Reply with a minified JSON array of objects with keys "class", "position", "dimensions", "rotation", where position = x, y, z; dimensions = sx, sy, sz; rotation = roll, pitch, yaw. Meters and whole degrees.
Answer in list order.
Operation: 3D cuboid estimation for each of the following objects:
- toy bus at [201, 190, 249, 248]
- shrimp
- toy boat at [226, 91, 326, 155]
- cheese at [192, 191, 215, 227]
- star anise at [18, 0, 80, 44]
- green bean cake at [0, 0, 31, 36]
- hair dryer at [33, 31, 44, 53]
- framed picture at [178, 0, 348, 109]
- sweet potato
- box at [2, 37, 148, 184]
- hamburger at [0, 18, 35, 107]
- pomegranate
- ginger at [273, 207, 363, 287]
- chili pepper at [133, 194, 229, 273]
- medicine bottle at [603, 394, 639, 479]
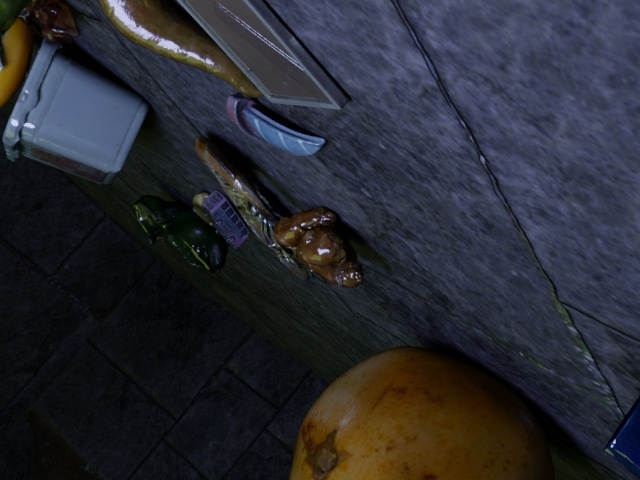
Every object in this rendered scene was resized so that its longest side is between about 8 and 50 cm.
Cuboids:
[{"class":"toy bus","position":[-0.169,-0.037,1.778],"dimensions":[0.037,0.052,0.130],"rotation":[38,168,33]},{"class":"shrimp","position":[-0.078,-0.034,1.417],"dimensions":[0.296,0.058,0.169],"rotation":[49,179,-24]},{"class":"toy boat","position":[-0.042,-0.113,1.088],"dimensions":[0.122,0.034,0.096],"rotation":[32,173,28]},{"class":"cheese","position":[-0.215,-0.057,1.892],"dimensions":[0.086,0.036,0.162],"rotation":[44,168,-15]},{"class":"star anise","position":[-0.387,-0.324,1.340],"dimensions":[0.168,0.057,0.168],"rotation":[28,164,9]},{"class":"green bean cake","position":[-0.393,-0.297,0.942],"dimensions":[0.156,0.247,0.250],"rotation":[30,166,38]},{"class":"hair dryer","position":[-0.604,-0.387,1.641],"dimensions":[0.361,0.121,0.301],"rotation":[30,167,-6]},{"class":"framed picture","position":[-0.074,-0.196,0.903],"dimensions":[0.203,0.015,0.150],"rotation":[46,168,-27]},{"class":"sweet potato","position":[-0.161,-0.219,1.005],"dimensions":[0.249,0.059,0.069],"rotation":[38,158,-13]},{"class":"box","position":[-0.388,-0.187,1.598],"dimensions":[0.183,0.175,0.312],"rotation":[24,172,-13]},{"class":"hamburger","position":[-0.520,-0.293,1.481],"dimensions":[0.246,0.246,0.170],"rotation":[31,-172,40]},{"class":"pomegranate","position":[0.149,0.369,1.464],"dimensions":[0.417,0.416,0.416],"rotation":[38,169,9]},{"class":"ginger","position":[0.000,0.000,1.312],"dimensions":[0.103,0.073,0.162],"rotation":[42,174,-31]},{"class":"chili pepper","position":[-0.282,-0.024,2.109],"dimensions":[0.265,0.116,0.148],"rotation":[29,153,43]},{"class":"medicine bottle","position":[0.371,0.245,1.030],"dimensions":[0.124,0.079,0.258],"rotation":[29,166,31]}]
